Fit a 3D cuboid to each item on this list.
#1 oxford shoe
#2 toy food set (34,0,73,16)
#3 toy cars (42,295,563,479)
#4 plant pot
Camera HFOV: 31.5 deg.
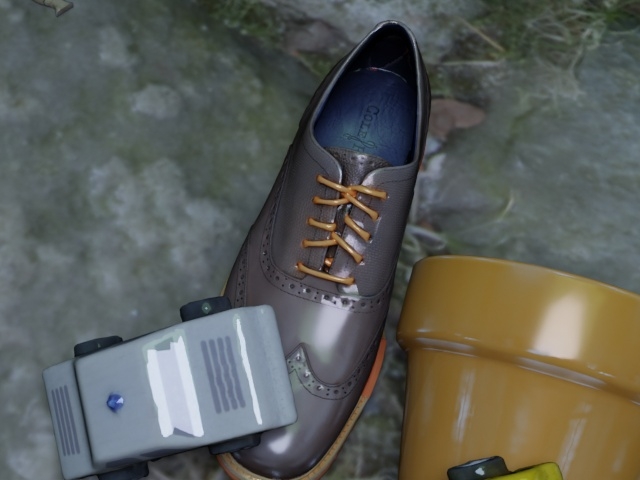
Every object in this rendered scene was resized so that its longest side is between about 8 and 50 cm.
[{"bbox_3d":[0.000,0.000,0.824,0.130,0.132,0.363,13,63,1],"label":"oxford shoe"},{"bbox_3d":[-0.248,-0.255,0.994,0.122,0.019,0.078,36,66,13],"label":"toy food set"},{"bbox_3d":[-0.034,0.144,0.690,0.394,0.087,0.176,27,100,27],"label":"toy cars"},{"bbox_3d":[0.134,0.131,0.747,0.205,0.205,0.187,17,79,4],"label":"plant pot"}]
